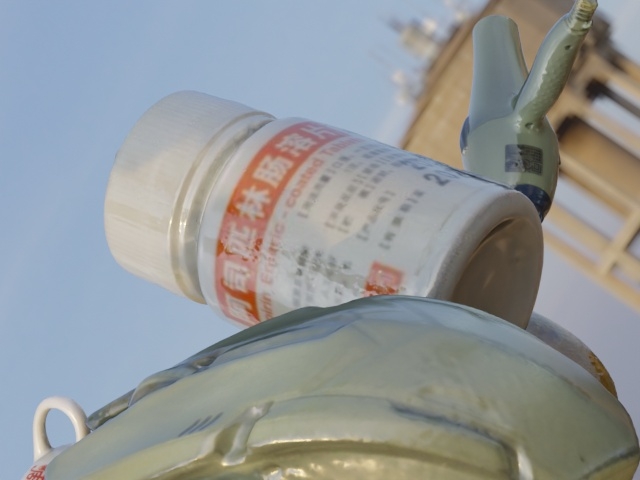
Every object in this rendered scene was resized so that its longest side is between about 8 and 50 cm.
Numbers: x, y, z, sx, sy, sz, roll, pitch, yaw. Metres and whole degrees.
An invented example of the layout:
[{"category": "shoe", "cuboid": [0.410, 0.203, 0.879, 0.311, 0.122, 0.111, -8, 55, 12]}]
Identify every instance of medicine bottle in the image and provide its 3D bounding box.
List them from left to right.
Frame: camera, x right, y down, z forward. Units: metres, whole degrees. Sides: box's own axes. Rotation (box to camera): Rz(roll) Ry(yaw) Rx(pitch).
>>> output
[{"category": "medicine bottle", "cuboid": [0.000, 0.000, 1.737, 0.211, 0.371, 0.211, -36, -43, -44]}]

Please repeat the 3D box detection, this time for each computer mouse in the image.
[{"category": "computer mouse", "cuboid": [0.007, 0.120, 1.303, 0.228, 0.428, 0.146, -49, -49, -58]}]

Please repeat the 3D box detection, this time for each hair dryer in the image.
[{"category": "hair dryer", "cuboid": [0.231, -0.195, 2.138, 0.296, 0.119, 0.298, -105, 28, -58]}]

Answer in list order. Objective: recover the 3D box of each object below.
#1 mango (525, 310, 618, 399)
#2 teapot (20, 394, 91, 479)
[{"category": "mango", "cuboid": [0.162, 0.146, 1.829, 0.193, 0.316, 0.146, -51, -49, -23]}, {"category": "teapot", "cuboid": [-0.228, 0.255, 1.741, 0.159, 0.116, 0.246, -30, -58, -36]}]
